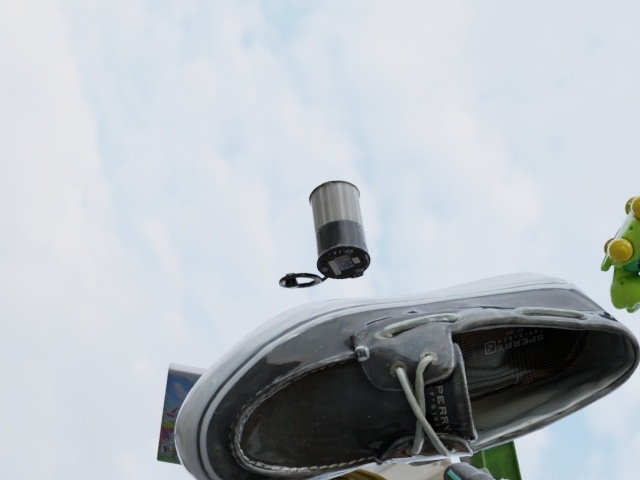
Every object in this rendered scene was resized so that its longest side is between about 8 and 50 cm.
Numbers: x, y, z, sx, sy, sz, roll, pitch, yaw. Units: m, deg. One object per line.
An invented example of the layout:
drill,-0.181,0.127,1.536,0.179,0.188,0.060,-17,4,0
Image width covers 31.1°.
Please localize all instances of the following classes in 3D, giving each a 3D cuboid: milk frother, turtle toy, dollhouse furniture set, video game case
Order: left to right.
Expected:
video game case,-0.151,0.297,1.861,0.212,0.023,0.193,11,-60,-1
milk frother,0.000,0.000,1.797,0.129,0.143,0.135,86,-3,-52
dollhouse furniture set,0.199,0.449,2.154,0.197,0.301,0.151,15,-59,55
turtle toy,0.330,0.010,1.188,0.066,0.095,0.130,27,-84,9

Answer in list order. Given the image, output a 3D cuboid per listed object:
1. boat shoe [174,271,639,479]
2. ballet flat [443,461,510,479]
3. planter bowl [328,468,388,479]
boat shoe,0.068,0.093,0.787,0.119,0.335,0.121,18,-57,64
ballet flat,0.280,0.435,1.994,0.096,0.095,0.280,35,-9,32
planter bowl,-0.004,0.364,1.451,0.090,0.217,0.217,-144,-141,-61
